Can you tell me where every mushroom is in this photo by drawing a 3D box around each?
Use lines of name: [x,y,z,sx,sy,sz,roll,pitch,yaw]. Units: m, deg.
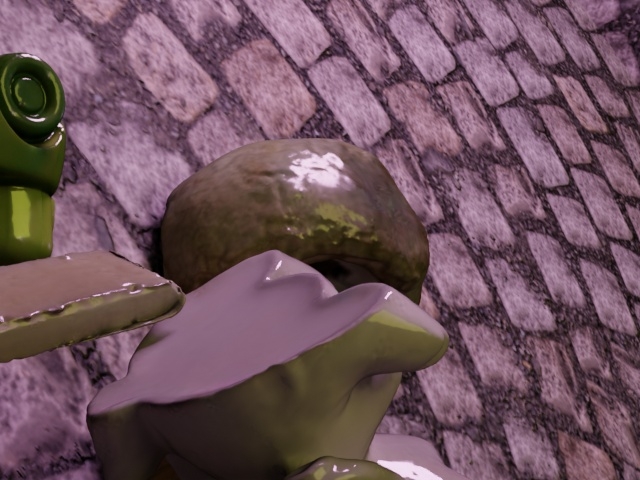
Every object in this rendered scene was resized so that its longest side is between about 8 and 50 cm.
mushroom: [0.001,-0.005,1.271,0.267,0.164,0.190,31,38,-37]

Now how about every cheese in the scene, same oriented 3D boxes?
cheese: [-0.255,0.059,0.815,0.400,0.034,0.085,-12,33,-42]

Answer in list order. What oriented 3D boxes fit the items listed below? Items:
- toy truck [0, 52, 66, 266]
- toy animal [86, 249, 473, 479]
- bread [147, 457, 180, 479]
toy truck: [-0.249,-0.027,0.947,0.187,0.148,0.211,-15,87,-49]
toy animal: [-0.002,0.162,0.899,0.271,0.206,0.265,18,-44,64]
bread: [-0.063,0.142,1.085,0.190,0.114,0.132,-4,66,-52]
